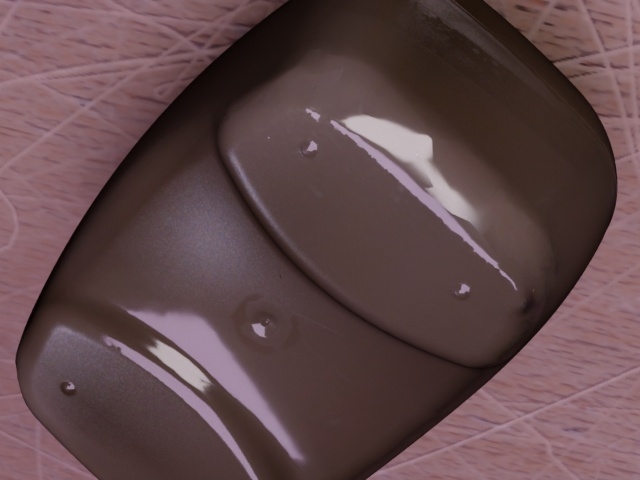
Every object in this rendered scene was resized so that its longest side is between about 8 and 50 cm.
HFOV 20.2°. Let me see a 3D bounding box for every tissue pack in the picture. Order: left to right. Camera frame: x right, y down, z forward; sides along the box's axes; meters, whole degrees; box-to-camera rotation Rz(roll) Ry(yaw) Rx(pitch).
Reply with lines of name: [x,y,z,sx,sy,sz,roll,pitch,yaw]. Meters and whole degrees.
tissue pack: [0.000,0.000,1.187,0.267,0.277,0.387,40,123,-8]
